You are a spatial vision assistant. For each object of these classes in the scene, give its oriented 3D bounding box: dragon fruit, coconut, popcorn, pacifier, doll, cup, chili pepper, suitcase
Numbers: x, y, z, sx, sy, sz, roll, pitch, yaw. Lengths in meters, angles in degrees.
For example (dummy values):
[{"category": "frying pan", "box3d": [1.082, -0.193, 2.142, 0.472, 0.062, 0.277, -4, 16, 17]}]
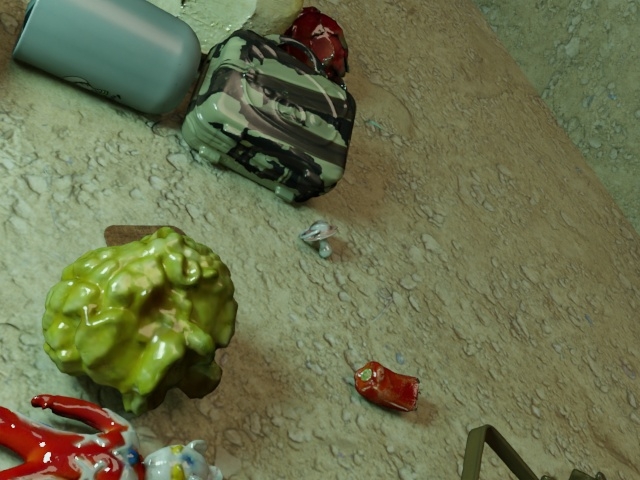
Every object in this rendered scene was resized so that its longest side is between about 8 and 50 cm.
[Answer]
[{"category": "dragon fruit", "box3d": [-0.020, -0.492, 1.867, 0.274, 0.193, 0.192, 38, 9, -8]}, {"category": "coconut", "box3d": [-0.211, -0.576, 1.626, 0.360, 0.346, 0.346, -17, 66, -46]}, {"category": "popcorn", "box3d": [-0.242, 0.110, 1.010, 0.270, 0.224, 0.257, 36, 55, -26]}, {"category": "pacifier", "box3d": [0.000, 0.000, 1.489, 0.099, 0.082, 0.078, -73, 147, -73]}, {"category": "doll", "box3d": [-0.303, 0.279, 0.891, 0.384, 0.099, 0.188, 16, 44, -28]}, {"category": "cup", "box3d": [-0.396, -0.375, 1.363, 0.312, 0.205, 0.205, 22, 41, -27]}, {"category": "chili pepper", "box3d": [0.120, 0.266, 1.320, 0.123, 0.073, 0.070, 27, -3, -24]}, {"category": "suitcase", "box3d": [-0.097, -0.278, 1.534, 0.352, 0.194, 0.339, 27, 57, -25]}]

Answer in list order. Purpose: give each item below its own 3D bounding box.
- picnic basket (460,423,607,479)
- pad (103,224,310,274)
[{"category": "picnic basket", "box3d": [0.318, 0.471, 1.109, 0.321, 0.291, 0.254, 49, 35, -13]}, {"category": "pad", "box3d": [-0.189, 0.057, 1.247, 0.323, 0.055, 0.250, -13, 61, -29]}]
